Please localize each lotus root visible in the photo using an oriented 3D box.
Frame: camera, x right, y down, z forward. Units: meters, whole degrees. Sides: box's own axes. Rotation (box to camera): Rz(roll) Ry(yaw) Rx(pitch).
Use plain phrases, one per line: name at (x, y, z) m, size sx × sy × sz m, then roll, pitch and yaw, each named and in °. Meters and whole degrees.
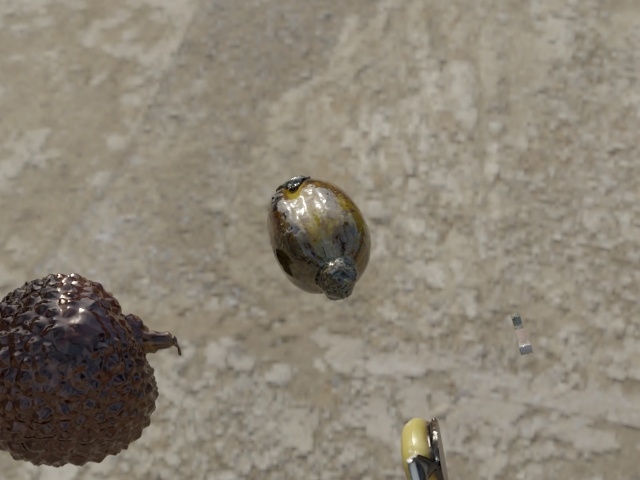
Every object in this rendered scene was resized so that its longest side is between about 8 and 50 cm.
lotus root at (0.000, 0.000, 1.599) m, size 0.120 × 0.120 × 0.209 m, roll -12°, pitch 42°, yaw -13°

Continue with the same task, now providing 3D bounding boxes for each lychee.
lychee at (-0.339, 0.175, 1.801) m, size 0.300 × 0.264 × 0.264 m, roll -16°, pitch 44°, yaw -19°

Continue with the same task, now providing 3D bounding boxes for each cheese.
cheese at (0.094, 0.207, 1.218) m, size 0.036 × 0.162 × 0.086 m, roll -11°, pitch 84°, yaw 7°

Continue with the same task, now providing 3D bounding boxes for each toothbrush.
toothbrush at (0.229, 0.107, 1.523) m, size 0.014 × 0.017 × 0.194 m, roll -16°, pitch 6°, yaw 7°
